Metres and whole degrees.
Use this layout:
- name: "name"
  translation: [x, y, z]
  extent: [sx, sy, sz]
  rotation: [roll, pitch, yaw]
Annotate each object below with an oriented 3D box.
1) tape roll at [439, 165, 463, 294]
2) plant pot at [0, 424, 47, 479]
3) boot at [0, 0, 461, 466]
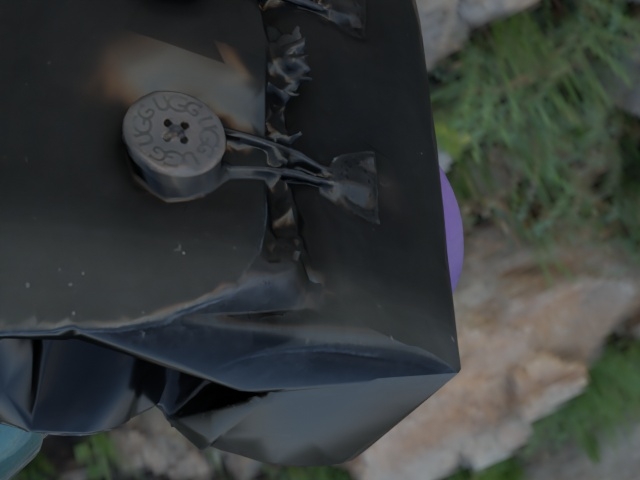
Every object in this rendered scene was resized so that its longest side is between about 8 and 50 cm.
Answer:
- name: "tape roll"
  translation: [0.000, 0.000, 1.327]
  extent: [0.080, 0.189, 0.189]
  rotation: [-35, 161, -52]
- name: "plant pot"
  translation: [-0.261, 0.006, 1.545]
  extent: [0.334, 0.341, 0.341]
  rotation: [-37, 146, -27]
- name: "boot"
  translation: [-0.136, -0.138, 0.787]
  extent: [0.367, 0.445, 0.146]
  rotation: [3, 157, -11]
